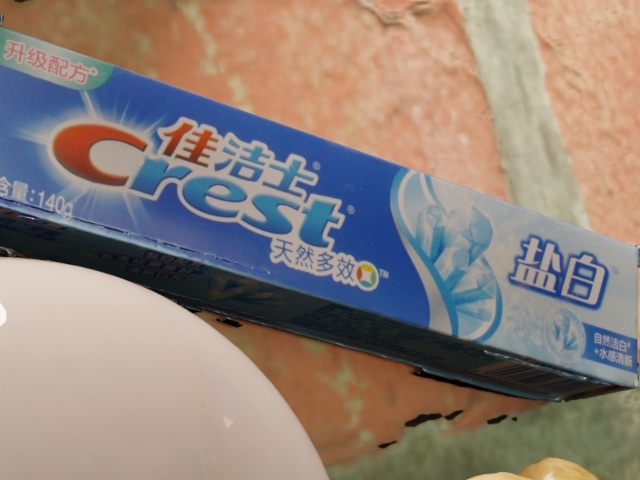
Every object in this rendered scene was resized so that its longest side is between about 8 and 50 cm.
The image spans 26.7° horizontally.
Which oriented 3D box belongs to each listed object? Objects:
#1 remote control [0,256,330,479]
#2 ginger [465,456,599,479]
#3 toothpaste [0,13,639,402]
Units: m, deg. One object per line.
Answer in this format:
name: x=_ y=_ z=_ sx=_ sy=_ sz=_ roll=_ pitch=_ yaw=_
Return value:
remote control: x=-0.109 y=0.152 z=0.346 sx=0.221 sy=0.103 sz=0.332 roll=48 pitch=58 yaw=-19
ginger: x=0.043 y=0.207 z=0.440 sx=0.131 sy=0.086 sz=0.294 roll=52 pitch=56 yaw=-49
toothpaste: x=0.000 y=0.000 z=0.488 sx=0.272 sy=0.053 sz=0.066 roll=17 pitch=68 yaw=-27
